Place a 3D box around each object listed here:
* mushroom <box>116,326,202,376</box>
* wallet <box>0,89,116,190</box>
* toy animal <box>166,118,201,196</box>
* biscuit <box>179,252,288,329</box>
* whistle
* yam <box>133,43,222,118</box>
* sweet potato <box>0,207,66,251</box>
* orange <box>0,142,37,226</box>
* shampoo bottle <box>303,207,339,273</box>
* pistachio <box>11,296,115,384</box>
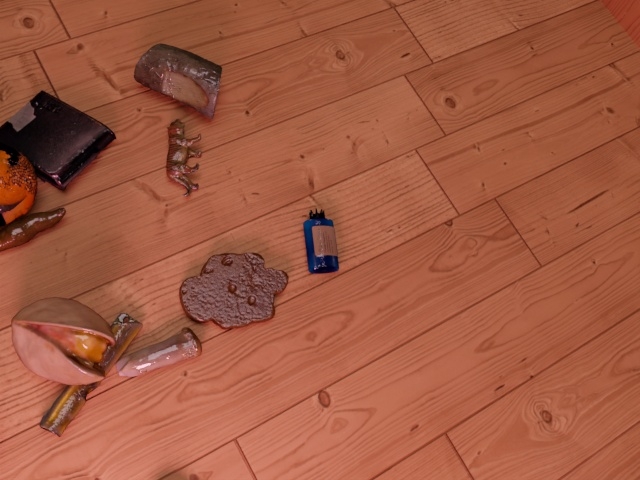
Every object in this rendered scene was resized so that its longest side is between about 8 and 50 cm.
[{"bbox_3d":[-0.398,0.279,1.706,0.209,0.071,0.084,-19,66,-16],"label":"mushroom"},{"bbox_3d":[-0.726,-0.279,1.881,0.262,0.071,0.221,31,64,10],"label":"wallet"},{"bbox_3d":[-0.385,-0.231,1.943,0.099,0.057,0.241,2,68,-4],"label":"toy animal"},{"bbox_3d":[-0.224,0.130,1.820,0.290,0.041,0.208,-10,70,-17],"label":"biscuit"},{"bbox_3d":[-0.546,0.314,1.660,0.068,0.057,0.326,31,64,2],"label":"whistle"},{"bbox_3d":[-0.388,-0.468,1.996,0.254,0.154,0.154,25,64,4],"label":"yam"},{"bbox_3d":[-0.773,-0.016,1.755,0.274,0.067,0.067,-27,75,-17],"label":"sweet potato"},{"bbox_3d":[-0.835,-0.140,1.738,0.234,0.182,0.234,-1,63,1],"label":"orange"},{"bbox_3d":[0.000,0.000,1.922,0.087,0.050,0.183,-3,67,-10],"label":"shampoo bottle"},{"bbox_3d":[-0.593,0.225,1.589,0.299,0.187,0.187,8,55,39],"label":"pistachio"}]
